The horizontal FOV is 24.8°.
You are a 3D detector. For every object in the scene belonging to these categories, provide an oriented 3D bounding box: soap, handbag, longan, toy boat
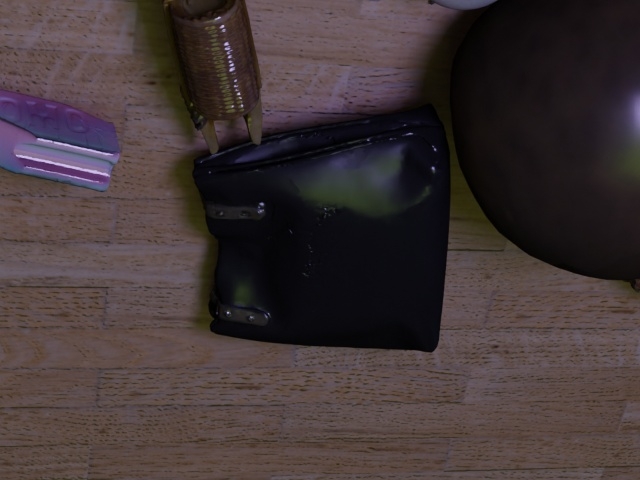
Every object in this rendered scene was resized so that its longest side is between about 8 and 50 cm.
[{"bbox_3d":[-0.299,-0.111,1.574,0.149,0.100,0.056,13,117,-21],"label":"soap"},{"bbox_3d":[0.000,0.000,1.708,0.288,0.152,0.342,-3,129,-4],"label":"handbag"},{"bbox_3d":[0.336,-0.150,1.582,0.405,0.336,0.404,0,91,6],"label":"longan"},{"bbox_3d":[-0.114,-0.214,1.517,0.089,0.115,0.310,-11,138,-3],"label":"toy boat"}]

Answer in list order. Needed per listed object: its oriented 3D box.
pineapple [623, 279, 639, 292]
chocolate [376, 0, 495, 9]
[{"bbox_3d":[0.489,0.074,1.903,0.277,0.119,0.130,37,89,-34],"label":"pineapple"},{"bbox_3d":[0.139,-0.314,1.526,0.221,0.147,0.221,-6,128,-8],"label":"chocolate"}]
